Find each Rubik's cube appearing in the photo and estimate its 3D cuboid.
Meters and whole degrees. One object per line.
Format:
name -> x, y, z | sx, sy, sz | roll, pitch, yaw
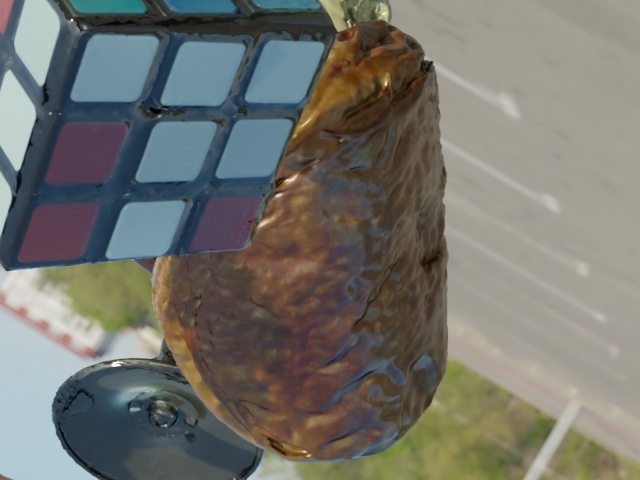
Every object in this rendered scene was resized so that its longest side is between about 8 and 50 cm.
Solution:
Rubik's cube -> -0.114, -0.097, 0.896 | 0.162, 0.163, 0.160 | -3, -139, -36

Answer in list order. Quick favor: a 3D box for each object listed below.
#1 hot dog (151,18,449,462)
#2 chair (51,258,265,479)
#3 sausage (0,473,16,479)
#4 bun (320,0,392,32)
hot dog -> 0.000, 0.000, 1.318 | 0.174, 0.267, 0.387 | 27, 139, 33
chair -> -0.145, 0.058, 1.804 | 0.227, 0.401, 0.226 | 4, 136, 4
sausage -> -0.296, 0.206, 1.432 | 0.177, 0.047, 0.040 | 22, 160, 33
bun -> -0.047, -0.201, 1.466 | 0.220, 0.220, 0.134 | 28, -170, 40
